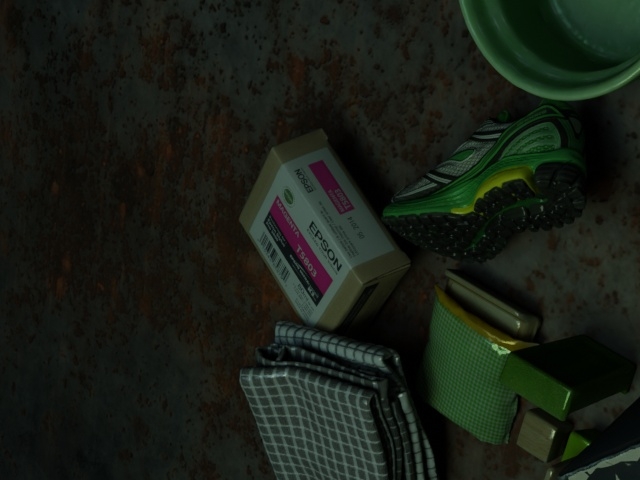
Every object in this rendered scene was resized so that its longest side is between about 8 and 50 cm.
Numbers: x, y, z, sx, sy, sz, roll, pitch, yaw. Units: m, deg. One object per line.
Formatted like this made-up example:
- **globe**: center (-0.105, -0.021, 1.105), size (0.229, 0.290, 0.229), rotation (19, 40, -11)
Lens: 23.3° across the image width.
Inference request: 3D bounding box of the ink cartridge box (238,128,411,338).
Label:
- **ink cartridge box**: center (0.000, 0.000, 2.098), size (0.234, 0.088, 0.193), rotation (57, 150, 20)

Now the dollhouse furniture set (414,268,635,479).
- **dollhouse furniture set**: center (0.208, 0.184, 1.930), size (0.301, 0.151, 0.197), rotation (31, 118, 35)

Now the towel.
- **towel**: center (0.029, 0.263, 2.078), size (0.235, 0.121, 0.283), rotation (13, 131, 43)

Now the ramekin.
- **ramekin**: center (0.313, -0.312, 1.738), size (0.303, 0.148, 0.303), rotation (10, 105, 41)

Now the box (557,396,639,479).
- **box**: center (0.538, 0.253, 1.350), size (0.297, 0.480, 0.471), rotation (-33, 88, 43)

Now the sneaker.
- **sneaker**: center (0.209, -0.071, 1.923), size (0.343, 0.134, 0.146), rotation (-21, 47, 50)
